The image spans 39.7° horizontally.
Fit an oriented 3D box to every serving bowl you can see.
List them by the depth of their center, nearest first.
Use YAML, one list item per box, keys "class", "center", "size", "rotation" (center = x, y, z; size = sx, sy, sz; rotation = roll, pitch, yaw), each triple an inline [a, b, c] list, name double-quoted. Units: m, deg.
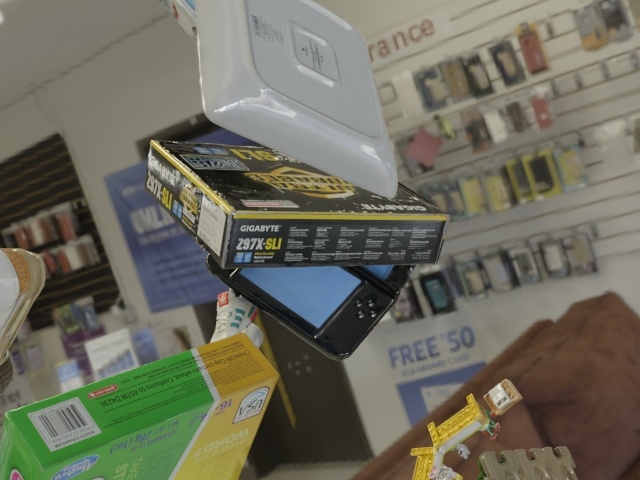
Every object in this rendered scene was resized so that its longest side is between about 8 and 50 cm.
- class: "serving bowl"
  center: [-0.144, 0.171, 1.562]
  size: [0.083, 0.027, 0.083]
  rotation: [-14, 35, 10]

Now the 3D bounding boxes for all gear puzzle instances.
- class: "gear puzzle"
  center: [0.227, 0.316, 0.974]
  size: [0.044, 0.176, 0.338]
  rotation: [-34, -28, 27]

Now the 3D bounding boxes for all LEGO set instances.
- class: "LEGO set"
  center: [0.230, 0.355, 1.413]
  size: [0.132, 0.107, 0.287]
  rotation: [10, 64, 57]

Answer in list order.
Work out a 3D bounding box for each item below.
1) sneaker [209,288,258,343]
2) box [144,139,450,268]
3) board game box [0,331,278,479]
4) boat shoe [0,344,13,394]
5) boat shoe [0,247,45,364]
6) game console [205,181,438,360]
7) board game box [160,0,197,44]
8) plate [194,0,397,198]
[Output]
- class: "sneaker"
  center: [-0.156, 0.129, 1.458]
  size: [0.057, 0.075, 0.161]
  rotation: [-13, 25, 25]
- class: "box"
  center: [-0.035, -0.050, 1.160]
  size: [0.321, 0.079, 0.257]
  rotation: [0, 21, -33]
- class: "board game box"
  center: [-0.188, 0.248, 0.844]
  size: [0.242, 0.064, 0.317]
  rotation: [-16, -41, -40]
- class: "boat shoe"
  center: [-0.482, 0.169, 1.275]
  size: [0.064, 0.060, 0.178]
  rotation: [-16, -37, -38]
- class: "boat shoe"
  center: [-0.388, 0.115, 0.954]
  size: [0.302, 0.113, 0.103]
  rotation: [-42, -14, 36]
- class: "game console"
  center: [0.000, 0.000, 1.434]
  size: [0.250, 0.293, 0.173]
  rotation: [-45, -19, -35]
- class: "board game box"
  center: [-0.180, -0.437, 1.453]
  size: [0.193, 0.305, 0.053]
  rotation: [-29, -25, -26]
- class: "plate"
  center: [-0.021, -0.205, 1.030]
  size: [0.278, 0.277, 0.045]
  rotation: [20, -43, -37]
